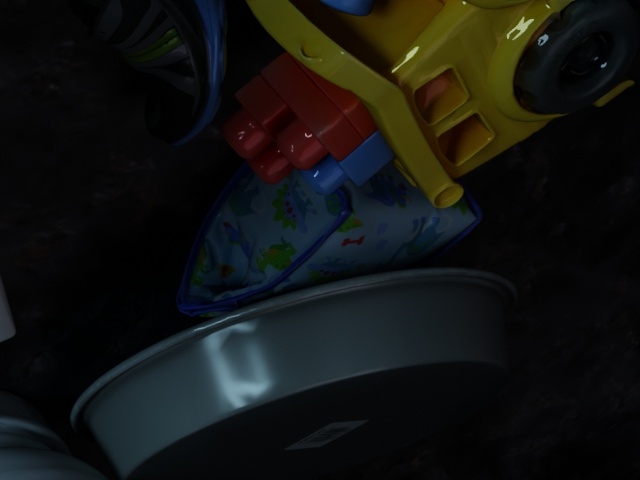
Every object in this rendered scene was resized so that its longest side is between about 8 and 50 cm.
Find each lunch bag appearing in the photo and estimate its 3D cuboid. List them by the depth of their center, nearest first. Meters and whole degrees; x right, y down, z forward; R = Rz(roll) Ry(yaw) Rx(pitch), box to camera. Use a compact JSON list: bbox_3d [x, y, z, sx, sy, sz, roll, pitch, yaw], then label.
[{"bbox_3d":[0.000,0.000,1.107,0.128,0.096,0.151,3,144,-46],"label":"lunch bag"}]

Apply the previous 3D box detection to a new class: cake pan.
[{"bbox_3d":[-0.008,0.098,1.143,0.293,0.054,0.293,-16,162,-5],"label":"cake pan"}]

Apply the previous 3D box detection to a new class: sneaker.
[{"bbox_3d":[-0.087,-0.119,0.921,0.078,0.067,0.188,-2,147,0],"label":"sneaker"}]

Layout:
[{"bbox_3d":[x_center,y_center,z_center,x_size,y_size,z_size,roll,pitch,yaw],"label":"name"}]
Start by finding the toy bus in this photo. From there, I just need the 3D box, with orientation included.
[{"bbox_3d":[0.034,-0.118,0.938,0.211,0.149,0.220,-38,144,-1],"label":"toy bus"}]

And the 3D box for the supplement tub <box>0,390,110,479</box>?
[{"bbox_3d":[-0.179,0.272,1.048,0.241,0.331,0.241,-24,144,-19],"label":"supplement tub"}]

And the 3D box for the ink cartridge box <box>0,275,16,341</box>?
[{"bbox_3d":[-0.248,-0.015,0.866,0.158,0.092,0.218,-25,142,-16],"label":"ink cartridge box"}]
